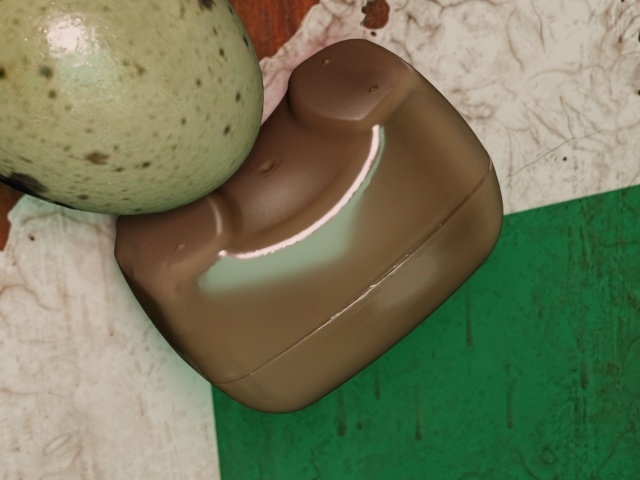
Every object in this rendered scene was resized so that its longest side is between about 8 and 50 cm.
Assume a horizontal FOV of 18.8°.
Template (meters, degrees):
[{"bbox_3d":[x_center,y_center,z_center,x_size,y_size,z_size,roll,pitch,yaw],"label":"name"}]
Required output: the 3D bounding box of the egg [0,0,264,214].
[{"bbox_3d":[-0.220,-0.173,1.883,0.379,0.287,0.287,17,102,-40],"label":"egg"}]

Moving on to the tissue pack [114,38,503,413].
[{"bbox_3d":[0.000,0.000,2.057,0.387,0.267,0.277,-41,118,-7],"label":"tissue pack"}]
